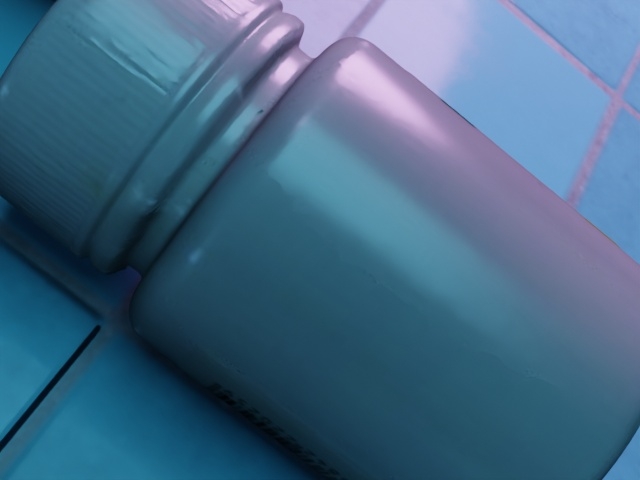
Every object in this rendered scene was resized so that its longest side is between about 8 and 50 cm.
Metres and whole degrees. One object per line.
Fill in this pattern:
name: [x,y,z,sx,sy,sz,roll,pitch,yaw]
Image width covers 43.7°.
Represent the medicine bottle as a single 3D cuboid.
medicine bottle: [0.000,0.000,0.456,0.340,0.208,0.208,39,56,-6]
